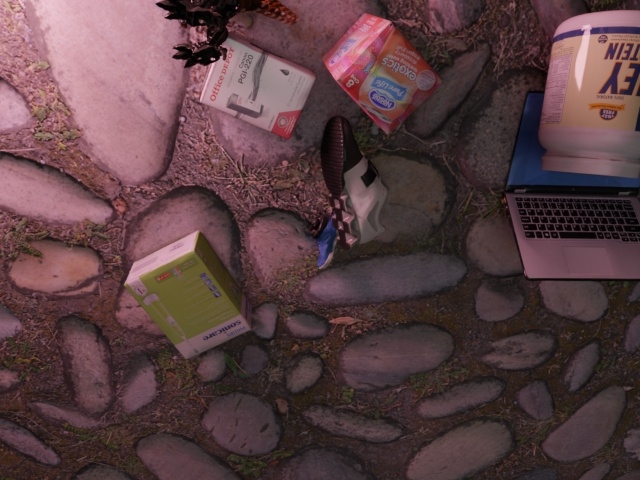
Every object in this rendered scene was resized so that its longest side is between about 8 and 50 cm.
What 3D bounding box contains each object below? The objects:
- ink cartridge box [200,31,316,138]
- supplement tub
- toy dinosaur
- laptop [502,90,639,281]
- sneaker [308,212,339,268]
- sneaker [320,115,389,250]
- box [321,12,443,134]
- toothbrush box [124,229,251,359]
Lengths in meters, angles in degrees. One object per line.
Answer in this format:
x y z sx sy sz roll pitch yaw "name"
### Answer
-0.140 -0.345 1.152 0.218 0.092 0.158 21 112 -13 "ink cartridge box"
0.615 -0.307 1.127 0.236 0.235 0.324 4 100 -8 "supplement tub"
-0.213 -0.477 1.005 0.322 0.218 0.164 6 152 26 "toy dinosaur"
0.688 -0.129 1.273 0.383 0.407 0.236 1 151 -6 "laptop"
0.000 0.000 1.359 0.085 0.058 0.152 15 110 -19 "sneaker"
0.093 -0.151 1.274 0.147 0.122 0.330 -18 114 -20 "sneaker"
0.112 -0.353 1.055 0.142 0.300 0.154 -43 114 15 "box"
-0.340 0.148 1.368 0.206 0.122 0.283 -27 116 8 "toothbrush box"
